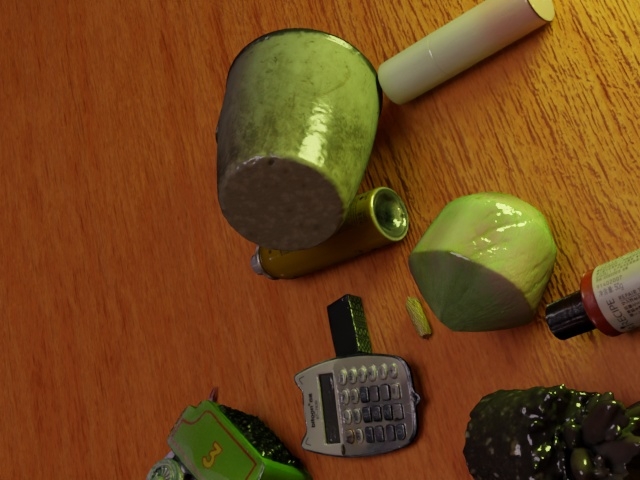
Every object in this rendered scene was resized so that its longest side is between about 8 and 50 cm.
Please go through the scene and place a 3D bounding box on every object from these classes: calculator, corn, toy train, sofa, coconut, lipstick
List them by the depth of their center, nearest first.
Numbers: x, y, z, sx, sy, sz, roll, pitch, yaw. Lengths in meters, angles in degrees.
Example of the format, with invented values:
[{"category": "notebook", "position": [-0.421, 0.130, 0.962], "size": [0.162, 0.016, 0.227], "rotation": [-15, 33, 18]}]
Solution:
[{"category": "coconut", "position": [0.250, 0.041, 1.773], "size": [0.204, 0.236, 0.235], "rotation": [100, 167, -67]}, {"category": "corn", "position": [0.167, 0.130, 1.957], "size": [0.028, 0.027, 0.083], "rotation": [-48, 50, 34]}, {"category": "calculator", "position": [0.066, 0.285, 1.980], "size": [0.268, 0.040, 0.177], "rotation": [-12, 81, 42]}, {"category": "lipstick", "position": [0.247, -0.342, 1.987], "size": [0.327, 0.087, 0.087], "rotation": [-26, 59, 38]}, {"category": "sofa", "position": [0.052, 0.161, 2.060], "size": [0.060, 0.039, 0.118], "rotation": [-33, 54, 34]}, {"category": "toy train", "position": [-0.181, 0.443, 2.118], "size": [0.307, 0.173, 0.249], "rotation": [37, 98, 47]}]

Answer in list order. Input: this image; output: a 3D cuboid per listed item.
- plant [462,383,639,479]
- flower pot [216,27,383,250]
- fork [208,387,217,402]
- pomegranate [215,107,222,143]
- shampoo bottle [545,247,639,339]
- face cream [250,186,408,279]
[{"category": "plant", "position": [0.360, 0.300, 1.587], "size": [0.321, 0.182, 0.194], "rotation": [-6, 76, 51]}, {"category": "flower pot", "position": [-0.051, -0.163, 2.010], "size": [0.294, 0.293, 0.330], "rotation": [-34, 30, 35]}, {"category": "fork", "position": [-0.219, 0.351, 2.302], "size": [0.016, 0.012, 0.115], "rotation": [-12, 69, 51]}, {"category": "pomegranate", "position": [-0.116, -0.227, 2.317], "size": [0.191, 0.131, 0.152], "rotation": [8, 76, 25]}, {"category": "shampoo bottle", "position": [0.445, 0.071, 1.625], "size": [0.278, 0.104, 0.104], "rotation": [-29, 57, 38]}, {"category": "face cream", "position": [0.000, 0.000, 2.120], "size": [0.349, 0.105, 0.105], "rotation": [-21, 62, 40]}]
